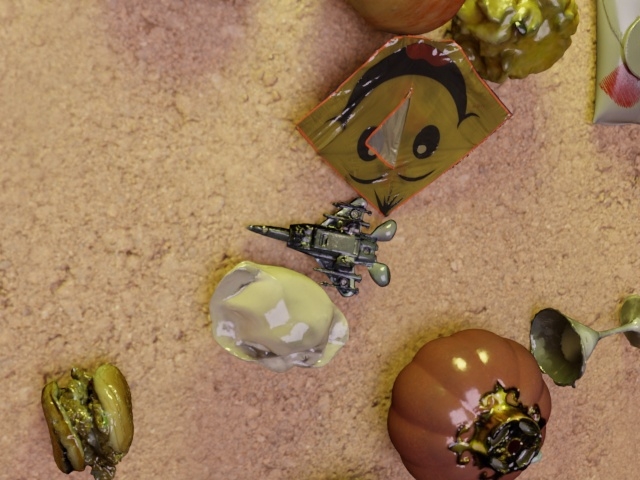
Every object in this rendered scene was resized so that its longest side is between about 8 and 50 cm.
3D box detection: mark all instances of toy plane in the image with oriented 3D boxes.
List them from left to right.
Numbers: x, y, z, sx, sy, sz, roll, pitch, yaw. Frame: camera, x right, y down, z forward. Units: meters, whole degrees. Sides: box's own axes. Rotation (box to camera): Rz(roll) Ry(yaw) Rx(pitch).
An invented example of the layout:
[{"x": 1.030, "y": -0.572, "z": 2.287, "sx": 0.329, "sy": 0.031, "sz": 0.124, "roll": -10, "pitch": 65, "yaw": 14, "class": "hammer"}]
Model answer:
[{"x": 0.002, "y": -0.001, "z": 1.308, "sx": 0.247, "sy": 0.078, "sz": 0.169, "roll": 13, "pitch": 81, "yaw": -22, "class": "toy plane"}]

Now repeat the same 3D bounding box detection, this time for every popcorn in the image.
[{"x": 0.304, "y": -0.356, "z": 1.282, "sx": 0.189, "sy": 0.169, "sz": 0.218, "roll": -40, "pitch": 109, "yaw": -9, "class": "popcorn"}]

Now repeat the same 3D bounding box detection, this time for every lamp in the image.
[{"x": 0.271, "y": 0.308, "z": 1.412, "sx": 0.306, "sy": 0.240, "sz": 0.305, "roll": -6, "pitch": 106, "yaw": -21, "class": "lamp"}]

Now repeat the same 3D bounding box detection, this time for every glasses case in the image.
[{"x": 0.549, "y": -0.349, "z": 1.430, "sx": 0.128, "sy": 0.083, "sz": 0.307, "roll": -12, "pitch": 108, "yaw": -19, "class": "glasses case"}]

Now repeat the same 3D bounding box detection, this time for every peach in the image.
[{"x": 0.134, "y": -0.415, "z": 1.169, "sx": 0.233, "sy": 0.232, "sz": 0.232, "roll": -6, "pitch": 106, "yaw": -20, "class": "peach"}]

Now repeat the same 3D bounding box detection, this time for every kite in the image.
[{"x": 0.136, "y": -0.172, "z": 1.293, "sx": 0.378, "sy": 0.013, "sz": 0.327, "roll": -3, "pitch": 125, "yaw": -21, "class": "kite"}]

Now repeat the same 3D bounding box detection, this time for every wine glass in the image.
[{"x": 0.537, "y": 0.180, "z": 1.545, "sx": 0.232, "sy": 0.156, "sz": 0.156, "roll": -10, "pitch": 108, "yaw": -24, "class": "wine glass"}]

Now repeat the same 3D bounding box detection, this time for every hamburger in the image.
[{"x": -0.339, "y": 0.277, "z": 1.206, "sx": 0.131, "sy": 0.159, "sz": 0.184, "roll": -12, "pitch": 89, "yaw": -22, "class": "hamburger"}]

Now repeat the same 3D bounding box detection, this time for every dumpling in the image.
[{"x": -0.064, "y": 0.127, "z": 1.288, "sx": 0.250, "sy": 0.132, "sz": 0.162, "roll": 28, "pitch": 89, "yaw": -26, "class": "dumpling"}]

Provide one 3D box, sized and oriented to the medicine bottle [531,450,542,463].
[{"x": 0.403, "y": 0.344, "z": 1.581, "sx": 0.051, "sy": 0.051, "sz": 0.191, "roll": -17, "pitch": 110, "yaw": -17, "class": "medicine bottle"}]
